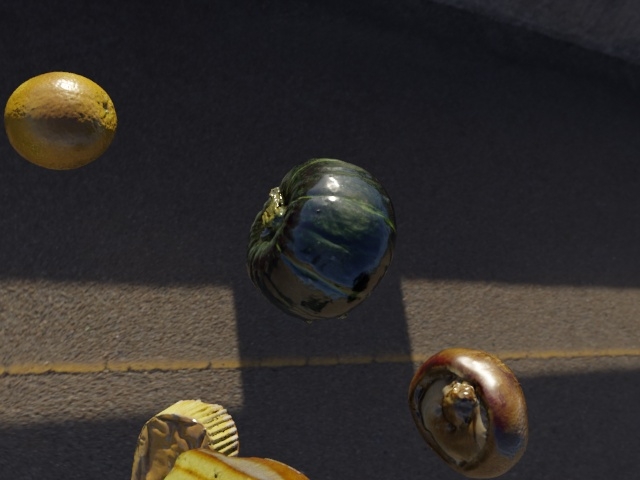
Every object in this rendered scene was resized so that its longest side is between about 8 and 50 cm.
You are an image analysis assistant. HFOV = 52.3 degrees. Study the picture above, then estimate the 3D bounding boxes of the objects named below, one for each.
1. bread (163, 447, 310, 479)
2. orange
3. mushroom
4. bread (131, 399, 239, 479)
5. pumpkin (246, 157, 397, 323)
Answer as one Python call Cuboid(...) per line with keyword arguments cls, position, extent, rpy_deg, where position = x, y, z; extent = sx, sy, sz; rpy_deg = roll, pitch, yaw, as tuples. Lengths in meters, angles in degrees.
Cuboid(cls="bread", position=(-0.061, 0.317, 0.701), extent=(0.184, 0.234, 0.110), rpy_deg=(51, 58, -23))
Cuboid(cls="orange", position=(-0.574, -0.263, 1.442), extent=(0.236, 0.236, 0.236), rpy_deg=(8, 72, -27))
Cuboid(cls="mushroom", position=(0.283, 0.326, 1.236), extent=(0.153, 0.253, 0.253), rpy_deg=(-11, 81, -35))
Cuboid(cls="bread", position=(-0.284, 0.494, 1.409), extent=(0.156, 0.204, 0.288), rpy_deg=(2, 89, -69))
Cuboid(cls="pumpkin", position=(0.000, 0.000, 1.280), extent=(0.241, 0.323, 0.323), rpy_deg=(23, 66, -27))
